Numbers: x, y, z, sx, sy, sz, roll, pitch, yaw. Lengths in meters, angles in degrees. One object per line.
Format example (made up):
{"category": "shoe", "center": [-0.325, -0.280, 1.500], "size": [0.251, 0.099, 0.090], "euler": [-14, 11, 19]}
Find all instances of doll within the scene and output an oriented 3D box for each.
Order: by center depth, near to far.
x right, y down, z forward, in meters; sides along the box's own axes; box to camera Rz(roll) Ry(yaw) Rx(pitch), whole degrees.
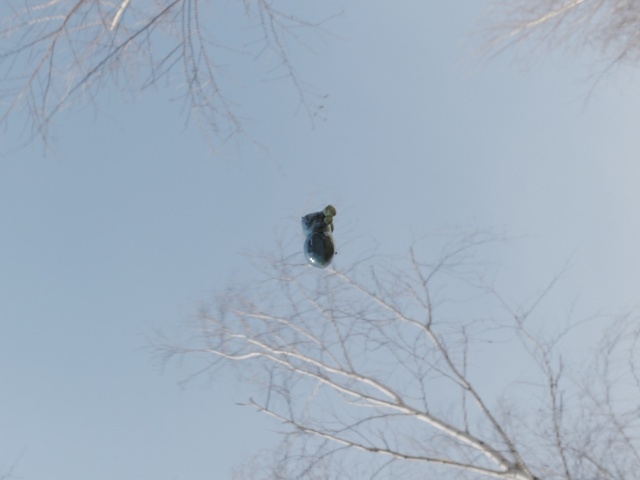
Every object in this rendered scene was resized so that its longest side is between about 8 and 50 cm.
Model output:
{"category": "doll", "center": [0.000, 0.000, 0.954], "size": [0.050, 0.076, 0.083], "euler": [-4, -108, -1]}
